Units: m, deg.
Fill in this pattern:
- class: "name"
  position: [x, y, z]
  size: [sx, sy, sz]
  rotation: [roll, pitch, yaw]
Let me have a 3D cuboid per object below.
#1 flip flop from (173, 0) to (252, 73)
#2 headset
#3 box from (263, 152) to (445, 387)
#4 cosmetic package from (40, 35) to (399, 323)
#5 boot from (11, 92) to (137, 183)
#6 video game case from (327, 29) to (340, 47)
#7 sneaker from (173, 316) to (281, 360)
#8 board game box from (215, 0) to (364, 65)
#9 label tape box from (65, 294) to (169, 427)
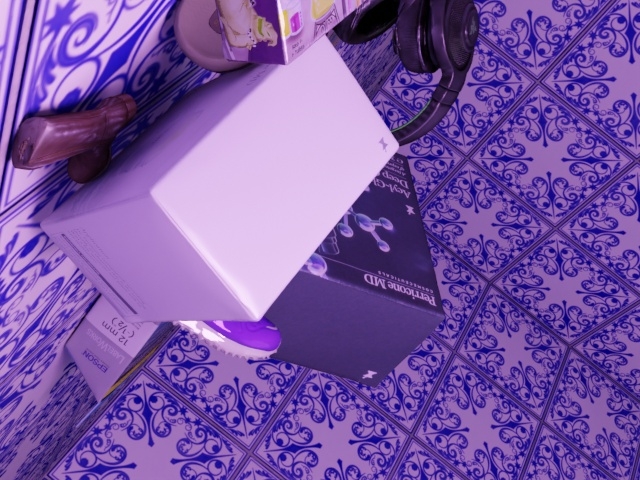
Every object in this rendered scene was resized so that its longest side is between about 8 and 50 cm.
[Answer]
- class: "flip flop"
  position: [-0.022, -0.257, 0.624]
  size: [0.277, 0.112, 0.080]
  rotation: [-46, 166, 5]
- class: "headset"
  position: [0.096, -0.315, 1.037]
  size: [0.185, 0.243, 0.394]
  rotation: [-8, 126, -61]
- class: "box"
  position: [0.000, 0.000, 1.294]
  size: [0.212, 0.294, 0.395]
  rotation: [-51, -149, 36]
- class: "cosmetic package"
  position: [-0.092, -0.049, 0.697]
  size: [0.225, 0.138, 0.224]
  rotation: [-7, -144, 49]
- class: "boot"
  position: [-0.206, -0.069, 0.610]
  size: [0.106, 0.037, 0.114]
  rotation: [-49, 177, 32]
- class: "video game case"
  position: [-0.002, -0.330, 1.290]
  size: [0.227, 0.026, 0.206]
  rotation: [-52, 180, 10]
- class: "sneaker"
  position: [-0.148, 0.046, 1.019]
  size: [0.146, 0.293, 0.102]
  rotation: [-57, -152, 0]
- class: "board game box"
  position: [0.032, -0.272, 0.475]
  size: [0.347, 0.056, 0.208]
  rotation: [-52, 141, -43]
- class: "label tape box"
  position: [-0.313, 0.126, 1.342]
  size: [0.347, 0.115, 0.249]
  rotation: [-49, -179, 20]
